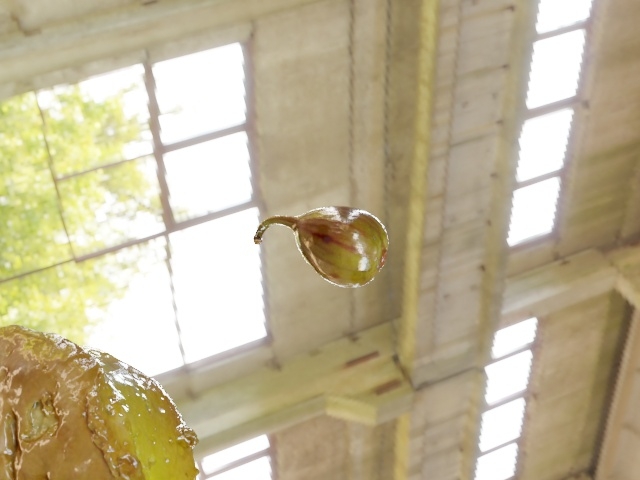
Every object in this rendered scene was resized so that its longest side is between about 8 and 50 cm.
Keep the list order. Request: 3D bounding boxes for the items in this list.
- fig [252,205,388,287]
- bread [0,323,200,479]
[{"bbox_3d":[0.000,0.000,0.689,0.050,0.083,0.050,12,90,-80],"label":"fig"},{"bbox_3d":[-0.206,0.161,0.960,0.261,0.160,0.147,32,-84,30],"label":"bread"}]
